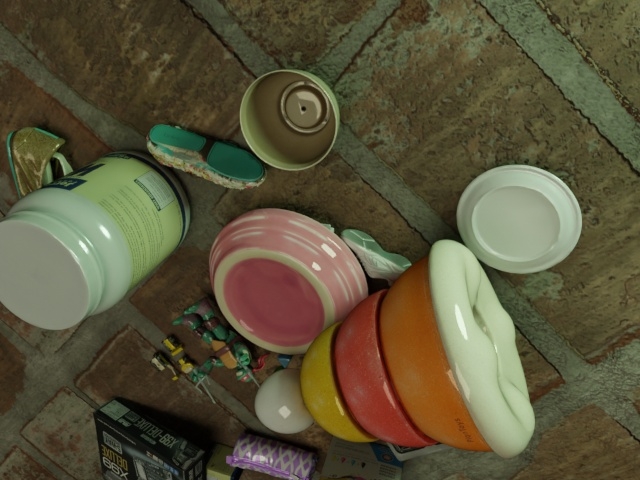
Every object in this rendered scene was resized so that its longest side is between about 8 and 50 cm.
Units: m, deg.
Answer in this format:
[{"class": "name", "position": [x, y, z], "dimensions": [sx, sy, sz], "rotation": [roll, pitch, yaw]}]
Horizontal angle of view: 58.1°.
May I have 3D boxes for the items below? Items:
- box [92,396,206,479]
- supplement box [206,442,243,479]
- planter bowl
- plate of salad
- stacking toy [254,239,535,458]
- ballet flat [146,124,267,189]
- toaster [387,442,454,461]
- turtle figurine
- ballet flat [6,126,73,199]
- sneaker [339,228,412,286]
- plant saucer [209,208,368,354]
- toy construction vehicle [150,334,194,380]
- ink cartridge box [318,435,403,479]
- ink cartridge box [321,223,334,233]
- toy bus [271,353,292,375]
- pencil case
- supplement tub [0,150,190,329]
[{"class": "box", "position": [-0.419, 0.557, 1.424], "dimensions": [0.308, 0.077, 0.242], "rotation": [20, 121, 26]}, {"class": "supplement box", "position": [-0.236, 0.554, 1.409], "dimensions": [0.083, 0.083, 0.056], "rotation": [13, 119, 10]}, {"class": "planter bowl", "position": [-0.038, -0.210, 0.959], "dimensions": [0.162, 0.109, 0.161], "rotation": [7, 117, 14]}, {"class": "plate of salad", "position": [0.331, -0.036, 0.970], "dimensions": [0.200, 0.048, 0.199], "rotation": [13, 121, 22]}, {"class": "stacking toy", "position": [0.082, 0.227, 0.992], "dimensions": [0.480, 0.350, 0.350], "rotation": [-21, 108, 23]}, {"class": "ballet flat", "position": [-0.209, -0.148, 1.070], "dimensions": [0.241, 0.091, 0.077], "rotation": [24, 150, 9]}, {"class": "toaster", "position": [0.204, 0.338, 1.156], "dimensions": [0.168, 0.110, 0.185], "rotation": [-25, 106, 25]}, {"class": "turtle figurine", "position": [-0.210, 0.239, 1.228], "dimensions": [0.175, 0.118, 0.234], "rotation": [-39, 88, 29]}, {"class": "ballet flat", "position": [-0.561, -0.067, 1.202], "dimensions": [0.124, 0.116, 0.342], "rotation": [4, 114, -7]}, {"class": "sneaker", "position": [0.096, 0.036, 1.073], "dimensions": [0.152, 0.053, 0.061], "rotation": [34, 123, -2]}, {"class": "plant saucer", "position": [-0.077, 0.101, 1.115], "dimensions": [0.333, 0.084, 0.331], "rotation": [11, 124, 17]}, {"class": "toy construction vehicle", "position": [-0.342, 0.271, 1.335], "dimensions": [0.086, 0.035, 0.098], "rotation": [-37, 103, 17]}, {"class": "ink cartridge box", "position": [0.075, 0.575, 1.241], "dimensions": [0.172, 0.232, 0.168], "rotation": [11, 118, 11]}, {"class": "ink cartridge box", "position": [0.000, 0.000, 1.097], "dimensions": [0.048, 0.028, 0.083], "rotation": [7, 117, 13]}, {"class": "toy bus", "position": [-0.008, 0.333, 1.221], "dimensions": [0.191, 0.104, 0.202], "rotation": [-15, 110, 23]}, {"class": "pencil case", "position": [-0.108, 0.518, 1.352], "dimensions": [0.206, 0.088, 0.086], "rotation": [11, 116, 12]}, {"class": "supplement tub", "position": [-0.408, -0.010, 1.044], "dimensions": [0.236, 0.324, 0.235], "rotation": [7, 117, 13]}]
